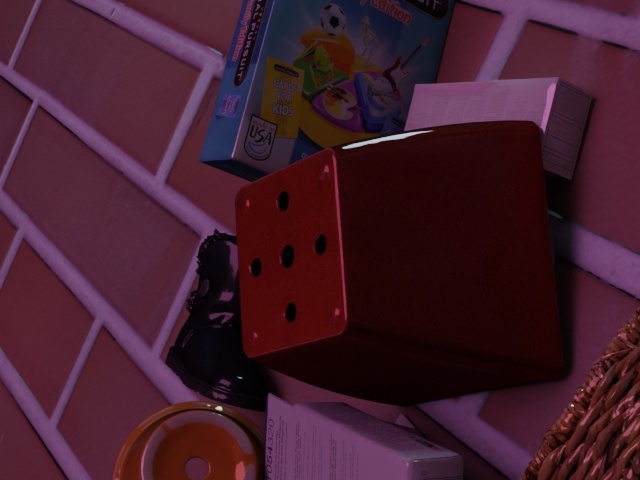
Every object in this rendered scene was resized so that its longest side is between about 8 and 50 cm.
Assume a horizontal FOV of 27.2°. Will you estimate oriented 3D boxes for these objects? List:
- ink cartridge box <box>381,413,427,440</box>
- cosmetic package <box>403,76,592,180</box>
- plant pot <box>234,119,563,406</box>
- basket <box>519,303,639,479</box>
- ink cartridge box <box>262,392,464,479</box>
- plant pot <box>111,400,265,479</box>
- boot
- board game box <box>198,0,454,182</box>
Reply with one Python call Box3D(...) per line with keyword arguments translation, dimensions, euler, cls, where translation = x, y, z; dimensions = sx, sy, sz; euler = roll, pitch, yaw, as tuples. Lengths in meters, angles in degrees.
Box3D(translation=(0.083, 0.266, 1.400), dimensions=(0.104, 0.061, 0.181), euler=(-61, 35, 13), cls="ink cartridge box")
Box3D(translation=(0.187, -0.122, 1.462), dimensions=(0.239, 0.060, 0.099), euler=(8, 79, 55), cls="cosmetic package")
Box3D(translation=(0.060, 0.022, 1.353), dimensions=(0.267, 0.235, 0.267), euler=(-20, 69, 51), cls="plant pot")
Box3D(translation=(0.260, 0.148, 1.078), dimensions=(0.299, 0.213, 0.223), euler=(-59, 36, 15), cls="basket")
Box3D(translation=(0.031, 0.338, 1.335), dimensions=(0.330, 0.071, 0.324), euler=(-166, 77, -66), cls="ink cartridge box")
Box3D(translation=(-0.141, 0.275, 1.524), dimensions=(0.188, 0.205, 0.205), euler=(109, 169, -70), cls="plant pot")
Box3D(translation=(-0.117, 0.098, 1.742), dimensions=(0.246, 0.094, 0.207), euler=(24, 96, 63), cls="boot")
Box3D(translation=(0.019, -0.212, 1.574), dimensions=(0.079, 0.253, 0.336), euler=(1, 74, 54), cls="board game box")
